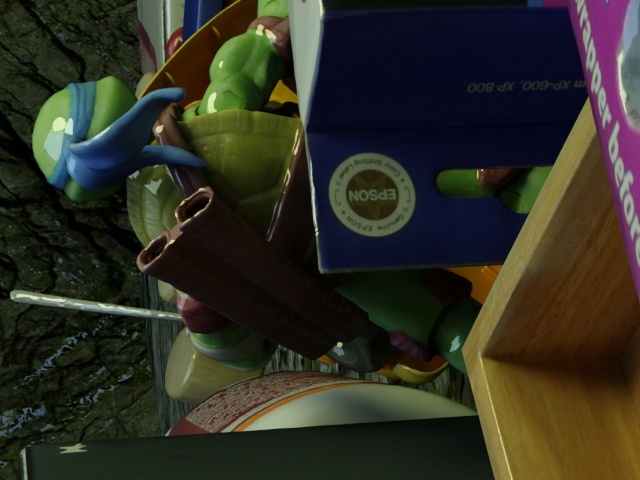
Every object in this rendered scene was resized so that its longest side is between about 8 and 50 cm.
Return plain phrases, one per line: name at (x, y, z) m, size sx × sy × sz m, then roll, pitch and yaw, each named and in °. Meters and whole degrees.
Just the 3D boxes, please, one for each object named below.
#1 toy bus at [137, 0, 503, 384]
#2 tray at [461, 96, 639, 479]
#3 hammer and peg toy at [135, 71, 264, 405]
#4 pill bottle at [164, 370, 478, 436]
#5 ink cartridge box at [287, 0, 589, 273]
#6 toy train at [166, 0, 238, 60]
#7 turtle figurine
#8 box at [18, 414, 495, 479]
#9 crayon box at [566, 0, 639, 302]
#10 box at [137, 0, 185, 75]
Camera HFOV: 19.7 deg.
toy bus at (0.000, 0.000, 1.049) m, size 0.220 × 0.149 × 0.211 m, roll 38°, pitch 155°, yaw 10°
tray at (0.153, -0.016, 0.489) m, size 0.411 × 0.076 × 0.202 m, roll 112°, pitch 155°, yaw -45°
hammer and peg toy at (-0.051, -0.060, 1.295) m, size 0.361 × 0.127 × 0.266 m, roll -57°, pitch 32°, yaw 38°
pill bottle at (-0.001, 0.192, 1.119) m, size 0.392 × 0.224 × 0.224 m, roll 167°, pitch 100°, yaw -80°
ink cartridge box at (0.069, -0.174, 0.765) m, size 0.069 × 0.176 × 0.370 m, roll 125°, pitch 141°, yaw -71°
toy train at (-0.039, -0.232, 1.468) m, size 0.105 × 0.143 × 0.248 m, roll -138°, pitch 51°, yaw -70°
turtle figurine at (0.005, -0.032, 0.864) m, size 0.275 × 0.266 × 0.197 m, roll 143°, pitch 146°, yaw -78°
box at (0.019, 0.240, 0.823) m, size 0.183 × 0.296 × 0.294 m, roll -153°, pitch 60°, yaw -79°
crayon box at (0.140, -0.101, 0.229) m, size 0.313 × 0.106 × 0.363 m, roll 115°, pitch 155°, yaw -48°
box at (-0.080, -0.190, 1.647) m, size 0.232 × 0.149 × 0.126 m, roll -123°, pitch 31°, yaw -71°
